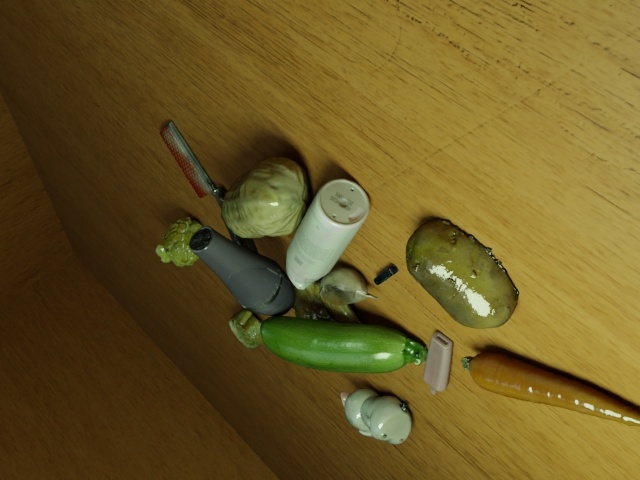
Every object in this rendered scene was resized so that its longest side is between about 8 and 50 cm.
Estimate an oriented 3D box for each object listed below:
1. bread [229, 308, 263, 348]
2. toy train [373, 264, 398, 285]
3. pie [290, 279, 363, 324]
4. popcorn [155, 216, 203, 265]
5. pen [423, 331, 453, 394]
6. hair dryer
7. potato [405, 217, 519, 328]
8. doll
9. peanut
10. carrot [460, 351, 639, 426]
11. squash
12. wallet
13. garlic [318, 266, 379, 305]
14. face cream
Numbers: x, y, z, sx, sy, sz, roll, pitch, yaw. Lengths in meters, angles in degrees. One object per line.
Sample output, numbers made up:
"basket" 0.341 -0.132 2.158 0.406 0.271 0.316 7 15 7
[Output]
"bread" -0.209 0.259 2.141 0.117 0.064 0.156 52 155 -8
"toy train" 0.122 0.065 1.356 0.017 0.017 0.083 53 155 4
"pie" 0.024 0.186 1.644 0.274 0.055 0.274 40 153 26
"popcorn" -0.384 0.003 2.028 0.135 0.162 0.141 2 -90 -83
"pen" 0.227 0.247 1.398 0.053 0.032 0.197 38 149 29
"hair dryer" -0.203 -0.009 1.623 0.301 0.121 0.361 44 -167 -45
"potato" 0.209 0.064 1.131 0.200 0.081 0.164 44 153 13
"doll" 0.129 0.408 1.689 0.110 0.107 0.181 25 167 -35
"peanut" -0.112 -0.074 1.436 0.152 0.152 0.313 57 155 -8
"carrot" 0.348 0.230 1.127 0.336 0.069 0.069 11 133 52
"squash" 0.032 0.219 1.503 0.395 0.107 0.107 2 128 31
"wallet" -0.334 -0.198 1.803 0.196 0.020 0.103 58 155 -10
"garlic" 0.053 0.090 1.463 0.084 0.066 0.152 34 152 -18
"face cream" 0.000 0.000 1.385 0.102 0.102 0.345 49 155 8
